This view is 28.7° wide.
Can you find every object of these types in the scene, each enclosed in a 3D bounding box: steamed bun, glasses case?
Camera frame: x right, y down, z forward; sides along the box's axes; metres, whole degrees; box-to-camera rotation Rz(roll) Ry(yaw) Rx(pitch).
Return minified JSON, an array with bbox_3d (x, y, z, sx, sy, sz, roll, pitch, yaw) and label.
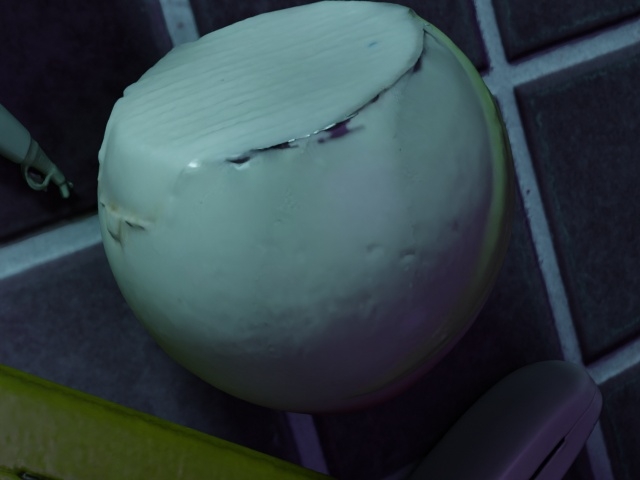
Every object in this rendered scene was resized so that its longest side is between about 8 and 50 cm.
[{"bbox_3d":[0.000,0.000,0.905,0.309,0.309,0.309,0,90,-33],"label":"steamed bun"},{"bbox_3d":[0.134,0.215,1.080,0.297,0.113,0.075,-46,110,-24],"label":"glasses case"},{"bbox_3d":[-0.156,0.183,0.855,0.371,0.173,0.141,25,76,-28],"label":"glasses case"}]

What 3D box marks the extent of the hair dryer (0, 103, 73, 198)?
[{"bbox_3d":[-0.275,-0.065,0.858,0.237,0.075,0.206,29,81,-38],"label":"hair dryer"}]
